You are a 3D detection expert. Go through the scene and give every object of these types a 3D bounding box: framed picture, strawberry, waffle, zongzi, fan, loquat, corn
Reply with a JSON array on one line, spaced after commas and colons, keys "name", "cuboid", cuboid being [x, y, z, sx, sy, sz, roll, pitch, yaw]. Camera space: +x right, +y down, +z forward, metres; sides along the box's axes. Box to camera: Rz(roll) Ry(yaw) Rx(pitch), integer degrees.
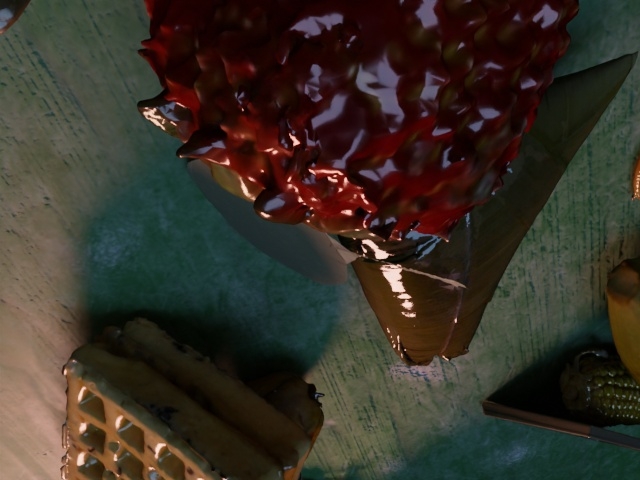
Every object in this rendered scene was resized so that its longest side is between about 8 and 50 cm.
[{"name": "framed picture", "cuboid": [0.376, 0.270, 1.041, 0.260, 0.189, 0.023, 20, 78, -29]}, {"name": "strawberry", "cuboid": [0.051, -0.168, 0.485, 0.292, 0.292, 0.343, 20, 117, -29]}, {"name": "waffle", "cuboid": [-0.175, 0.288, 0.854, 0.261, 0.114, 0.376, 31, 130, 15]}, {"name": "zongzi", "cuboid": [0.175, -0.017, 0.739, 0.300, 0.145, 0.274, -23, 134, 4]}, {"name": "fan", "cuboid": [0.001, -0.001, 0.639, 0.010, 0.310, 0.182, -54, 133, -18]}, {"name": "loquat", "cuboid": [-0.054, 0.219, 0.899, 0.113, 0.137, 0.137, 44, 112, -11]}, {"name": "corn", "cuboid": [0.457, 0.206, 1.046, 0.293, 0.106, 0.106, 6, 128, -24]}]

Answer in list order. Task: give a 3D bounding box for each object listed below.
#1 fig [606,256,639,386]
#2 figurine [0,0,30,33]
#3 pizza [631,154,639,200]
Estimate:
[{"name": "fig", "cuboid": [0.443, 0.109, 0.888, 0.230, 0.207, 0.207, 8, 132, 9]}, {"name": "figurine", "cuboid": [-0.156, -0.259, 0.418, 0.173, 0.177, 0.247, -8, 123, 17]}, {"name": "pizza", "cuboid": [0.375, -0.092, 0.803, 0.100, 0.029, 0.099, -25, 131, 7]}]
